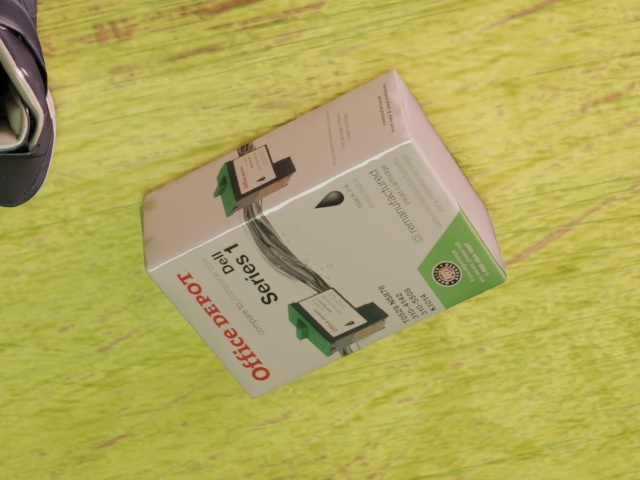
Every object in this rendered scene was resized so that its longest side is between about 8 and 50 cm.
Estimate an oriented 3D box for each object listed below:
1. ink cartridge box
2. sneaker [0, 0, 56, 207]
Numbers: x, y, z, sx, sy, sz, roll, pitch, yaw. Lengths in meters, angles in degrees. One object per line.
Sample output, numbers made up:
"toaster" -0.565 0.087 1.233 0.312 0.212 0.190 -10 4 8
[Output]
"ink cartridge box" 0.000 0.000 1.379 0.219 0.092 0.160 -27 126 14
"sneaker" -0.219 -0.078 1.249 0.086 0.163 0.226 -4 131 -5
